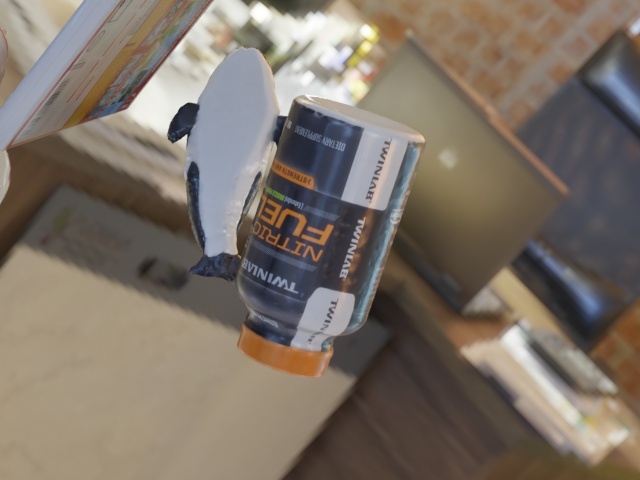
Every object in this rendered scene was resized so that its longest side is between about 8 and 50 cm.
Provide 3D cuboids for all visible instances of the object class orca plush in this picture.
[{"bbox_3d":[-0.090,-0.077,2.104,0.102,0.151,0.287,63,16,-67],"label":"orca plush"}]

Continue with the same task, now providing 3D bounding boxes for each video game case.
[{"bbox_3d":[-0.163,-0.175,1.523,0.025,0.204,0.285,42,18,4],"label":"video game case"}]

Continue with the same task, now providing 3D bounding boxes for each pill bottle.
[{"bbox_3d":[0.000,0.000,1.659,0.130,0.246,0.130,17,9,-3],"label":"pill bottle"}]

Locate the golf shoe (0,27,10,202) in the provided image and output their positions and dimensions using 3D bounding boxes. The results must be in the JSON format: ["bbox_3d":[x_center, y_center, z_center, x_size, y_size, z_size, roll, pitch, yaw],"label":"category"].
[{"bbox_3d":[-0.332,-0.077,1.490,0.115,0.306,0.140,23,56,8],"label":"golf shoe"}]
